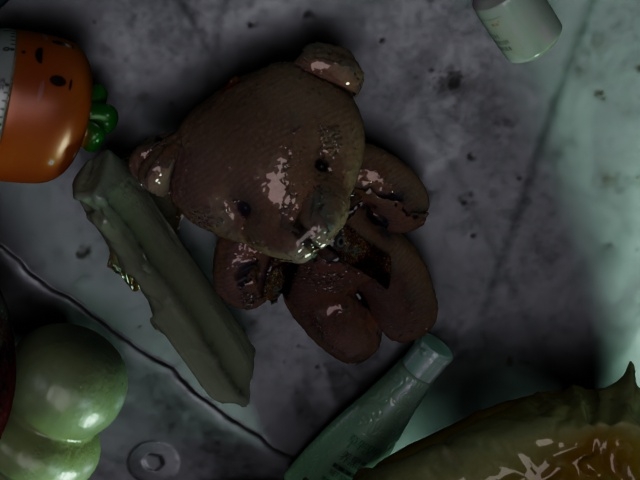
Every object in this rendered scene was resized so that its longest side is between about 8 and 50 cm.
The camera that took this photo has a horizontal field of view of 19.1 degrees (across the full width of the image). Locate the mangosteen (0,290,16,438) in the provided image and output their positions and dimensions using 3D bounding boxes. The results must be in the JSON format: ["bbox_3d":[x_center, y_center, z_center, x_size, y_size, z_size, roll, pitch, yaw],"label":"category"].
[{"bbox_3d":[-0.380,0.101,1.475,0.300,0.300,0.300,-2,118,-3],"label":"mangosteen"}]

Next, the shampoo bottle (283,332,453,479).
[{"bbox_3d":[0.048,0.161,1.675,0.069,0.041,0.191,34,111,-11],"label":"shampoo bottle"}]

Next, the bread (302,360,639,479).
[{"bbox_3d":[0.143,0.272,1.638,0.388,0.183,0.236,-21,90,-2],"label":"bread"}]

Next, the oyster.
[{"bbox_3d":[-0.153,-0.017,1.568,0.086,0.029,0.132,21,115,-25],"label":"oyster"}]

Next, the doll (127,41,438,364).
[{"bbox_3d":[0.000,0.000,1.526,0.201,0.156,0.303,-31,121,6],"label":"doll"}]

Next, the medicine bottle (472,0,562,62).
[{"bbox_3d":[0.147,-0.186,1.488,0.052,0.052,0.089,-31,116,12],"label":"medicine bottle"}]

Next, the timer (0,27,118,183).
[{"bbox_3d":[-0.220,-0.100,1.482,0.136,0.099,0.136,2,138,2],"label":"timer"}]

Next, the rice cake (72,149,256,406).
[{"bbox_3d":[-0.125,0.036,1.554,0.052,0.057,0.256,-23,125,14],"label":"rice cake"}]

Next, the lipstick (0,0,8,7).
[{"bbox_3d":[-0.281,-0.177,1.469,0.234,0.053,0.053,-42,113,13],"label":"lipstick"}]

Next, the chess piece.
[{"bbox_3d":[-0.249,0.184,1.624,0.144,0.144,0.251,23,108,-15],"label":"chess piece"}]
